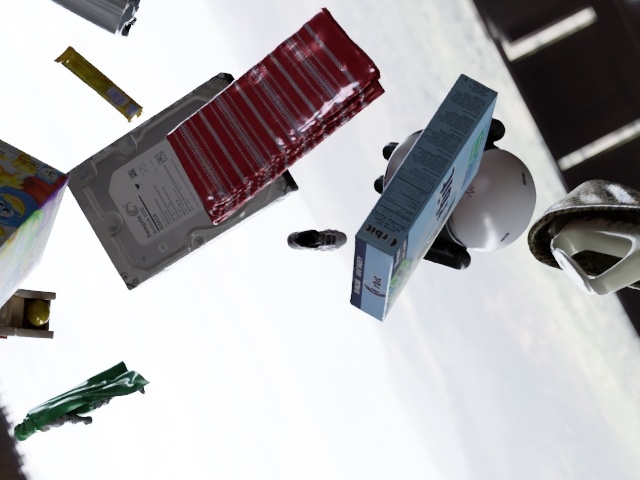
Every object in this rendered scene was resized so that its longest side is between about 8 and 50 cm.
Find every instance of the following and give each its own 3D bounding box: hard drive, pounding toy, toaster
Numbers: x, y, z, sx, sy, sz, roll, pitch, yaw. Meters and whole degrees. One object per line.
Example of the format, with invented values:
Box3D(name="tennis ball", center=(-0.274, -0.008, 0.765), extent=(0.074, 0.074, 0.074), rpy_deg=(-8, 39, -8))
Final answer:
Box3D(name="hard drive", center=(-0.238, -0.098, 2.366), extent=(0.236, 0.339, 0.064), rpy_deg=(60, -166, 3))
Box3D(name="pounding toy", center=(-0.503, 0.073, 2.162), extent=(0.269, 0.154, 0.154), rpy_deg=(13, -101, -61))
Box3D(name="toaster", center=(-0.317, -0.382, 2.024), extent=(0.146, 0.129, 0.227), rpy_deg=(26, 171, -9))

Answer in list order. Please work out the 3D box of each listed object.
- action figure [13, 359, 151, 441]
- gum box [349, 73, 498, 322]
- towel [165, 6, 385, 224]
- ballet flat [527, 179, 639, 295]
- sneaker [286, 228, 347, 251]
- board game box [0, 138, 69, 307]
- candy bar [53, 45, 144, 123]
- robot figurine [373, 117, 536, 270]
Box3D(name="action figure", center=(-0.415, 0.281, 2.394), extent=(0.137, 0.232, 0.063), rpy_deg=(10, 118, 59))
Box3D(name="gum box", center=(0.090, -0.035, 1.262), extent=(0.041, 0.184, 0.157), rpy_deg=(30, 159, 11))
Box3D(name="towel", center=(-0.061, -0.163, 1.755), extent=(0.031, 0.275, 0.199), rpy_deg=(45, -171, -42))
Box3D(name="ballet flat", center=(0.412, 0.021, 1.695), extent=(0.483, 0.182, 0.164), rpy_deg=(13, 125, 64))
Box3D(name="sneaker", center=(0.000, 0.000, 2.209), extent=(0.069, 0.098, 0.038), rpy_deg=(169, 95, -77))
Box3D(name="board game box", center=(-0.406, 0.012, 1.508), extent=(0.144, 0.142, 0.275), rpy_deg=(27, -145, 1))
Box3D(name="candy bar", center=(-0.338, -0.239, 2.161), extent=(0.161, 0.040, 0.018), rpy_deg=(40, 150, 5))
Box3D(name="robot figurine", center=(0.217, -0.083, 2.263), extent=(0.278, 0.174, 0.209), rpy_deg=(21, 140, 45))
